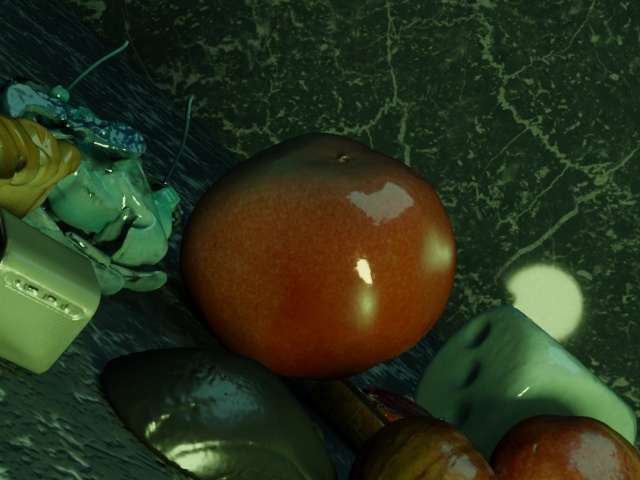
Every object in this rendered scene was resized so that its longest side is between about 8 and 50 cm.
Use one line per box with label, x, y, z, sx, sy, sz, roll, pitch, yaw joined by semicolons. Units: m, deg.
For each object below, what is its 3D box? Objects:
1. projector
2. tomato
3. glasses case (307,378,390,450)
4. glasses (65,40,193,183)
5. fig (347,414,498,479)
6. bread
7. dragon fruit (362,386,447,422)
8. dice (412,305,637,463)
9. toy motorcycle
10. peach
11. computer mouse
projector;-0.224;0.038;0.619;0.082;0.083;0.083;37;7;-36
tomato;0.000;0.000;1.040;0.341;0.341;0.273;48;-31;47
glasses case;0.078;0.260;1.060;0.218;0.049;0.075;44;0;23
glasses;-0.278;-0.141;1.130;0.189;0.221;0.088;37;-32;-18
fig;0.085;0.264;0.765;0.149;0.202;0.148;39;-28;-8
bread;-0.283;-0.050;0.625;0.081;0.134;0.225;51;8;8
dragon fruit;0.103;0.258;1.178;0.126;0.068;0.112;16;11;-46
dice;0.331;0.288;1.380;0.264;0.268;0.262;38;7;-20
toy motorcycle;-0.253;-0.053;0.887;0.260;0.154;0.206;42;28;-29
peach;0.321;0.366;1.095;0.232;0.257;0.232;14;-28;8
computer mouse;-0.066;0.162;0.746;0.264;0.088;0.147;40;8;-38
